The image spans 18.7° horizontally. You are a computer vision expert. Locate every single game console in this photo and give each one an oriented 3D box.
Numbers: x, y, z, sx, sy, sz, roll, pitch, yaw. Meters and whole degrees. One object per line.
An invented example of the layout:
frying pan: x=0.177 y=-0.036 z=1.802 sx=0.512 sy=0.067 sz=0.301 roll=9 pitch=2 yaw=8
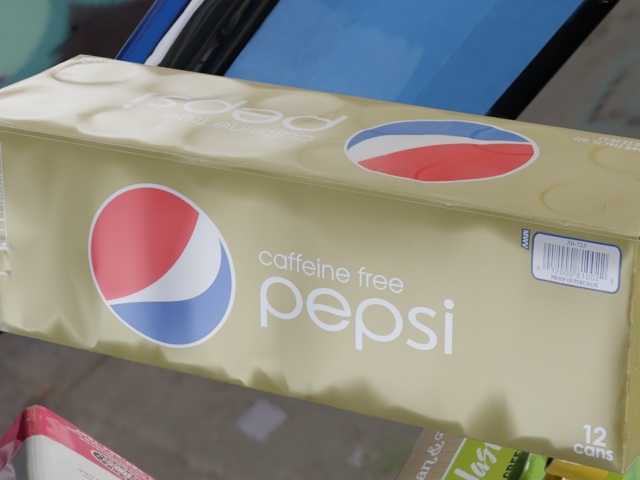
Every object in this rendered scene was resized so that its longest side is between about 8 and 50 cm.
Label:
game console: x=-0.003 y=-0.045 z=0.824 sx=0.293 sy=0.173 sz=0.250 roll=-51 pitch=8 yaw=32

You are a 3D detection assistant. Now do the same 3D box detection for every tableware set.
tableware set: x=0.093 y=0.071 z=0.745 sx=0.154 sy=0.024 sz=0.104 roll=111 pitch=-176 yaw=-86

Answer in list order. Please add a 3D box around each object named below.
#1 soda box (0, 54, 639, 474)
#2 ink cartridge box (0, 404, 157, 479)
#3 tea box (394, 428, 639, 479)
soda box: x=0.000 y=0.000 z=0.468 sx=0.181 sy=0.058 sz=0.061 roll=11 pitch=24 yaw=26
ink cartridge box: x=-0.059 y=0.168 z=0.699 sx=0.100 sy=0.172 sz=0.237 roll=-54 pitch=13 yaw=2
tea box: x=0.234 y=0.244 z=1.096 sx=0.323 sy=0.329 sz=0.220 roll=-5 pitch=40 yaw=40
